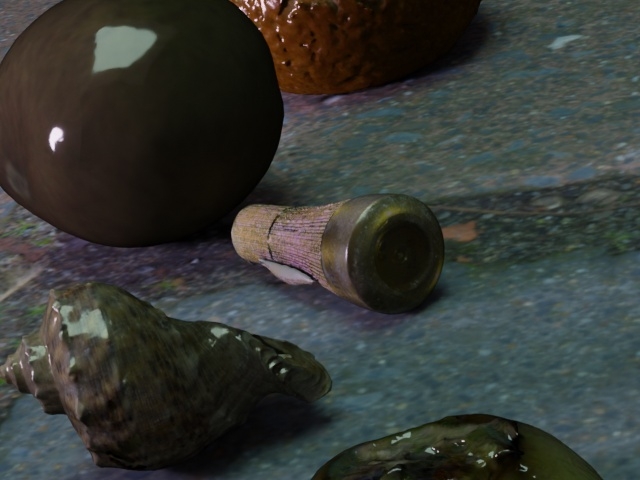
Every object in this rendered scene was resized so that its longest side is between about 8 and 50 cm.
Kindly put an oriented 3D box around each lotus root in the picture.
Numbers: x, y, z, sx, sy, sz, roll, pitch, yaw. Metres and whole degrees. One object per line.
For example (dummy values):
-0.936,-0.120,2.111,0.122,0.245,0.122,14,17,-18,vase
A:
0.061,0.144,1.044,0.203,0.078,0.183,-12,23,1,lotus root

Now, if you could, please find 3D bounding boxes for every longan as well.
-0.154,-0.099,1.560,0.248,0.248,0.248,-12,23,5,longan

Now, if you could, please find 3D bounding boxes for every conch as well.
-0.099,0.074,1.234,0.207,0.130,0.155,-4,34,-12,conch

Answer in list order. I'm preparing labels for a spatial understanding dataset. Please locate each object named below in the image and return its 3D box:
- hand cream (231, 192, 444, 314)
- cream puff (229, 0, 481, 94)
0.000,0.000,1.421,0.084,0.084,0.203,-28,21,-29,hand cream
0.017,-0.270,1.864,0.303,0.212,0.303,-9,27,5,cream puff
